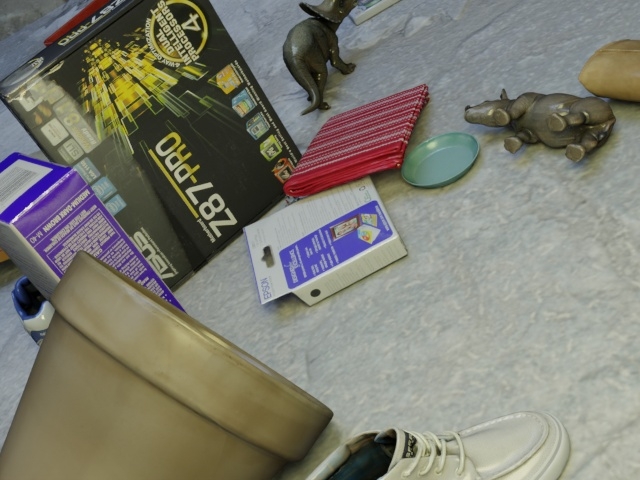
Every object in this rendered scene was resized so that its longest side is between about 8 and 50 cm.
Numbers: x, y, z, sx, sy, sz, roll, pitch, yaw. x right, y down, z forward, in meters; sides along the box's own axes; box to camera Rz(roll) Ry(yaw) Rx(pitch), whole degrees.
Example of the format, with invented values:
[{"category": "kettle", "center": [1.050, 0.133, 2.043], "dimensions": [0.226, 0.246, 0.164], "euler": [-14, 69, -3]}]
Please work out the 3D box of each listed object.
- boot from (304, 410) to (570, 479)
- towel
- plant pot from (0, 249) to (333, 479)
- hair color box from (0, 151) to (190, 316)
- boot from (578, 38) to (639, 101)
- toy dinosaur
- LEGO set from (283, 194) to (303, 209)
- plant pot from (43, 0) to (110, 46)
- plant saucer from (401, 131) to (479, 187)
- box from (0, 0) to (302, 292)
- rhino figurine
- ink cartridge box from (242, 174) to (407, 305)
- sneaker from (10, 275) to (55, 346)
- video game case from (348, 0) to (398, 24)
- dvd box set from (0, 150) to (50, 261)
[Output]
[{"category": "boot", "center": [0.103, 0.213, 0.781], "dimensions": [0.258, 0.123, 0.095], "euler": [-32, 34, -2]}, {"category": "towel", "center": [0.063, -0.158, 1.327], "dimensions": [0.199, 0.031, 0.275], "euler": [-16, 24, 24]}, {"category": "plant pot", "center": [-0.196, 0.210, 0.893], "dimensions": [0.323, 0.323, 0.280], "euler": [25, 78, 51]}, {"category": "hair color box", "center": [-0.291, 0.052, 1.096], "dimensions": [0.110, 0.339, 0.185], "euler": [-45, 36, -23]}, {"category": "boot", "center": [0.436, -0.184, 1.043], "dimensions": [0.236, 0.089, 0.269], "euler": [-22, 27, -33]}, {"category": "toy dinosaur", "center": [-0.021, -0.336, 1.542], "dimensions": [0.121, 0.160, 0.313], "euler": [-4, 42, 35]}, {"category": "LEGO set", "center": [-0.044, -0.059, 1.329], "dimensions": [0.054, 0.023, 0.083], "euler": [-32, 34, -1]}, {"category": "plant pot", "center": [-0.383, -0.414, 1.854], "dimensions": [0.267, 0.236, 0.267], "euler": [10, 51, 45]}, {"category": "plant saucer", "center": [0.176, -0.112, 1.230], "dimensions": [0.119, 0.021, 0.119], "euler": [-20, 35, 15]}, {"category": "box", "center": [-0.233, -0.160, 1.273], "dimensions": [0.318, 0.395, 0.097], "euler": [-40, 34, -14]}, {"category": "rhino figurine", "center": [0.289, -0.166, 1.161], "dimensions": [0.106, 0.073, 0.243], "euler": [-26, 28, -29]}, {"category": "ink cartridge box", "center": [0.000, 0.000, 1.200], "dimensions": [0.208, 0.045, 0.206], "euler": [-26, 33, 5]}, {"category": "sneaker", "center": [-0.427, 0.086, 1.348], "dimensions": [0.112, 0.131, 0.296], "euler": [-40, 33, -9]}, {"category": "video game case", "center": [0.131, -0.537, 1.804], "dimensions": [0.190, 0.022, 0.173], "euler": [-30, 34, 2]}, {"category": "dvd box set", "center": [-0.547, -0.087, 1.661], "dimensions": [0.420, 0.062, 0.307], "euler": [-21, 34, -2]}]
